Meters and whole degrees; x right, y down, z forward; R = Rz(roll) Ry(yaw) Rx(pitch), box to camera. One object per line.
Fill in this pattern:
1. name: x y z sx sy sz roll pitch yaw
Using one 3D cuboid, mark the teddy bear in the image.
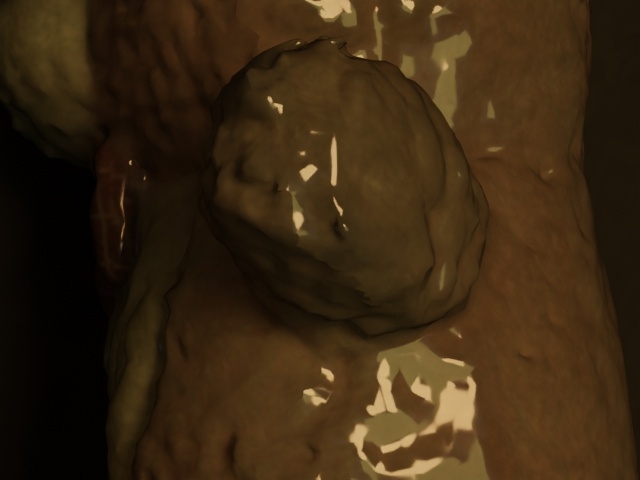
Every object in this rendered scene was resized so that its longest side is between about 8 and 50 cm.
1. teddy bear: 0.001 0.001 0.443 0.151 0.236 0.267 -9 84 -5
